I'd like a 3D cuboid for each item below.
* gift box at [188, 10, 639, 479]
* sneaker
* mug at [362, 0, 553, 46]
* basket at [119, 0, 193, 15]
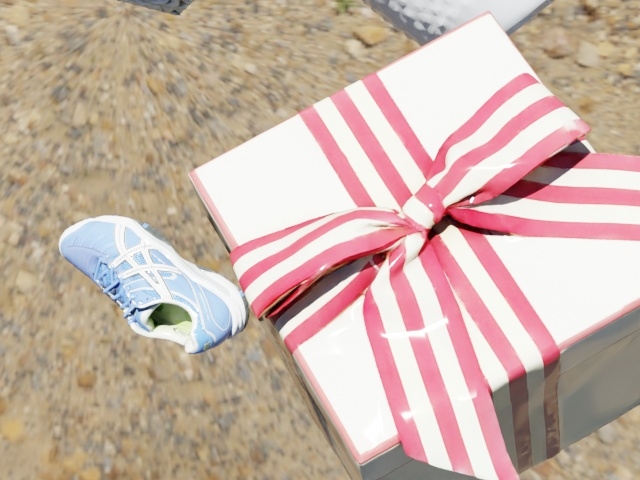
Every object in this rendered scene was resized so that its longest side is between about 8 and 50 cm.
[{"bbox_3d":[0.094,0.037,0.945,0.255,0.258,0.276,-34,64,-8],"label":"gift box"},{"bbox_3d":[-0.175,0.042,1.450,0.211,0.081,0.080,25,125,16],"label":"sneaker"},{"bbox_3d":[0.156,-0.395,1.600,0.328,0.374,0.276,52,48,-1],"label":"mug"},{"bbox_3d":[-0.188,-0.308,1.462,0.167,0.113,0.103,9,139,-43],"label":"basket"}]
